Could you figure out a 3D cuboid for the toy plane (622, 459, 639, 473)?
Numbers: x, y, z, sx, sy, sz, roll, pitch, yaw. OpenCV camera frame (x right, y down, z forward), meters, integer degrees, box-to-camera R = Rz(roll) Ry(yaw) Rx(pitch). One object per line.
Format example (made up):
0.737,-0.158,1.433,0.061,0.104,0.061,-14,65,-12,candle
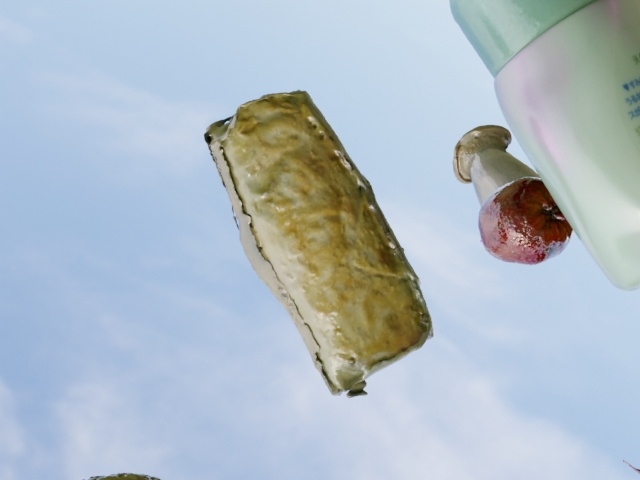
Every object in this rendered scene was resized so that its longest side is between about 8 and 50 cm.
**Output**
0.465,0.318,1.545,0.126,0.077,0.194,24,154,33,toy plane

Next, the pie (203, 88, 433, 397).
0.000,0.000,1.059,0.282,0.128,0.068,63,167,1,pie

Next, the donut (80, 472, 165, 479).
-0.264,0.390,1.473,0.272,0.272,0.107,15,-152,-32,donut

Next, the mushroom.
0.247,-0.064,1.561,0.088,0.097,0.212,-10,-135,-26,mushroom

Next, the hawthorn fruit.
0.189,-0.015,1.111,0.093,0.093,0.093,25,-156,-12,hawthorn fruit

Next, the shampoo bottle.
0.246,-0.138,1.064,0.222,0.151,0.349,-22,-102,-46,shampoo bottle
